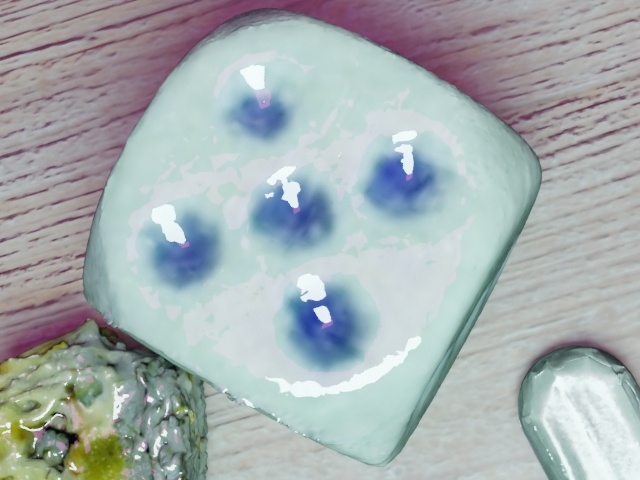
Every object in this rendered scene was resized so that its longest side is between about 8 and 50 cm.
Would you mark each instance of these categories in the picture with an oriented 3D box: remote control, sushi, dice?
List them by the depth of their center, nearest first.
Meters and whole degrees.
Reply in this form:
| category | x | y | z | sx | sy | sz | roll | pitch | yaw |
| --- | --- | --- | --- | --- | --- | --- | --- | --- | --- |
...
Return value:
| category | x | y | z | sx | sy | sz | roll | pitch | yaw |
| --- | --- | --- | --- | --- | --- | --- | --- | --- | --- |
| dice | 0.000 | 0.000 | 0.825 | 0.264 | 0.268 | 0.263 | 29 | 84 | 12 |
| remote control | 0.247 | 0.201 | 0.868 | 0.104 | 0.052 | 0.247 | -29 | 81 | 4 |
| sushi | -0.182 | 0.202 | 0.881 | 0.184 | 0.139 | 0.274 | -5 | 77 | 6 |
